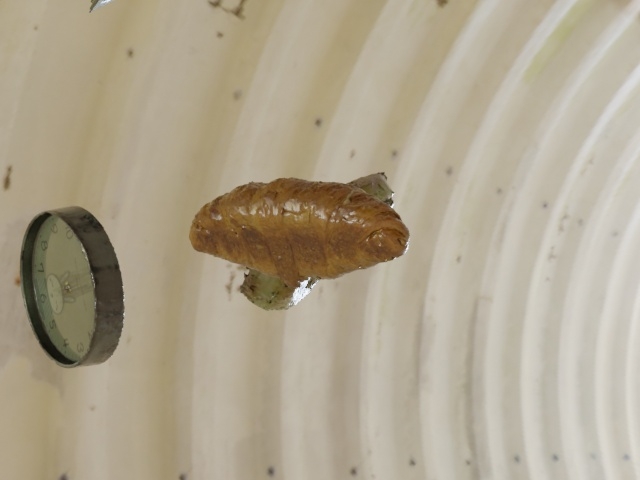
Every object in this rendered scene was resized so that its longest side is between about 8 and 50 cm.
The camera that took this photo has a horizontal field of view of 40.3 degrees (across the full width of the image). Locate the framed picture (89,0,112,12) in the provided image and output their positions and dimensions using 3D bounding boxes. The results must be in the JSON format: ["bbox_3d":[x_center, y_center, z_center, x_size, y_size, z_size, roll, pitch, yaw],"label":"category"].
[{"bbox_3d":[-0.212,-0.463,1.310,0.018,0.231,0.293,47,-140,-6],"label":"framed picture"}]

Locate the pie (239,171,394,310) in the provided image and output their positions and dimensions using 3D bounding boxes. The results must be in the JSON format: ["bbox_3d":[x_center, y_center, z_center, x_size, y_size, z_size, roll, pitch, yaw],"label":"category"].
[{"bbox_3d":[0.000,0.000,1.482,0.103,0.288,0.355,49,-136,7],"label":"pie"}]

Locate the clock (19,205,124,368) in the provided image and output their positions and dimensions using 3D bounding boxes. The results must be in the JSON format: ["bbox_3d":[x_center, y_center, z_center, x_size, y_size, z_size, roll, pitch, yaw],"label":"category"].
[{"bbox_3d":[-0.330,0.062,1.142,0.042,0.215,0.215,-9,-126,-43],"label":"clock"}]

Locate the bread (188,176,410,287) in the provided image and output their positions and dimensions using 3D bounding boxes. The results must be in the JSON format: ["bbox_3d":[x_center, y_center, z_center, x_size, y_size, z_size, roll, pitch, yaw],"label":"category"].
[{"bbox_3d":[-0.015,-0.012,0.813,0.076,0.233,0.105,-56,-44,-41],"label":"bread"}]
